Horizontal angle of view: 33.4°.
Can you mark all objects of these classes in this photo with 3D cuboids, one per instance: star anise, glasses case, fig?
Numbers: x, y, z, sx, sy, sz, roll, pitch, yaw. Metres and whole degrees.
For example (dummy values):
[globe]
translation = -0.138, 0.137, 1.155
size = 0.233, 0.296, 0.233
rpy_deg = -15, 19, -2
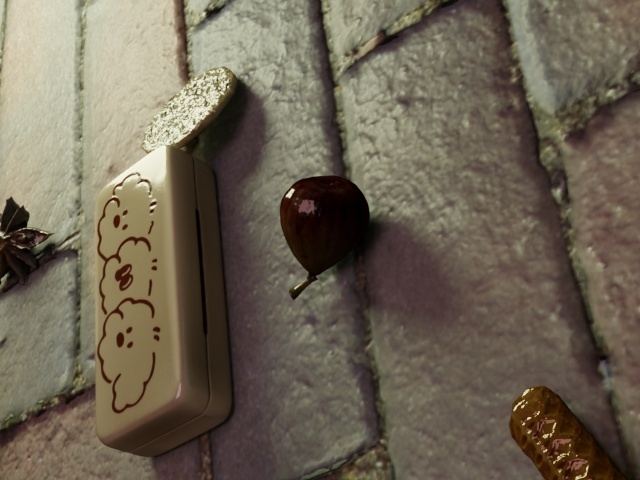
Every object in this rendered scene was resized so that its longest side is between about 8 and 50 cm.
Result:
[star anise]
translation = -0.412, 0.000, 1.465
size = 0.129, 0.056, 0.124
rpy_deg = -11, 86, 35
[glasses case]
translation = -0.181, 0.061, 1.190
size = 0.144, 0.076, 0.337
rpy_deg = -31, 50, 29
[fig]
translation = 0.000, 0.000, 1.059
size = 0.089, 0.088, 0.125
rpy_deg = 34, 121, 48

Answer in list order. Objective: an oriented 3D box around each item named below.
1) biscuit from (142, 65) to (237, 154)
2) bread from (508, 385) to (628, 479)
[biscuit]
translation = -0.159, -0.156, 1.298
size = 0.152, 0.020, 0.152
rpy_deg = -32, 31, 22
[bread]
translation = 0.192, 0.172, 0.794
size = 0.052, 0.044, 0.157
rpy_deg = -53, 42, 18
